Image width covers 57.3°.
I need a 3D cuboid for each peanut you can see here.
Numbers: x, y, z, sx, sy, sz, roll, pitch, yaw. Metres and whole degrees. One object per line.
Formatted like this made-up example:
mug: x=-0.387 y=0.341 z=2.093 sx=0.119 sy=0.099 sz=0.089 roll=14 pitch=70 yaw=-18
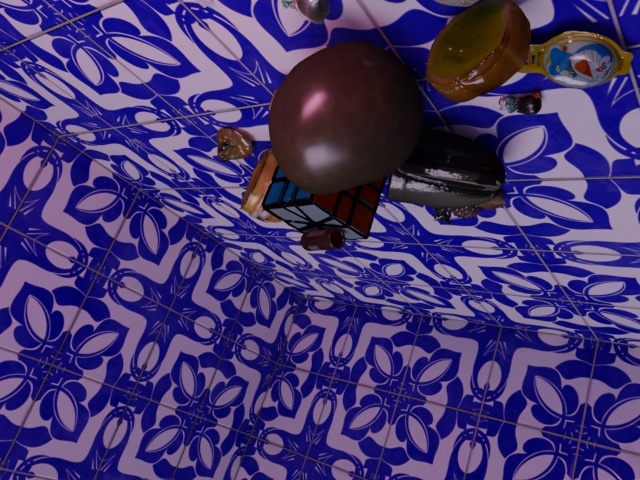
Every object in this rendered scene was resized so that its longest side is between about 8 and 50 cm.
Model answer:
peanut: x=0.532 y=-0.145 z=1.903 sx=0.152 sy=0.076 sz=0.076 roll=24 pitch=161 yaw=-5

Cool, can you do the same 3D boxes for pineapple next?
pineapple: x=0.480 y=-0.109 z=2.033 sx=0.103 sy=0.083 sz=0.221 roll=31 pitch=161 yaw=-27

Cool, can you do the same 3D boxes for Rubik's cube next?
Rubik's cube: x=0.017 y=-0.179 z=2.003 sx=0.289 sy=0.283 sz=0.293 roll=0 pitch=152 yaw=48

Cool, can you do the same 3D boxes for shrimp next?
shrimp: x=-0.345 y=-0.356 z=2.230 sx=0.145 sy=0.061 sz=0.267 roll=37 pitch=160 yaw=-19

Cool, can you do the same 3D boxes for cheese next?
cheese: x=0.516 y=-0.386 z=1.254 sx=0.271 sy=0.069 sz=0.177 roll=12 pitch=160 yaw=23

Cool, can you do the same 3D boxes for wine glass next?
wine glass: x=0.017 y=-0.546 z=1.260 sx=0.122 sy=0.122 sz=0.183 roll=28 pitch=162 yaw=-22

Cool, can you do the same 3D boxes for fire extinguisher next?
fire extinguisher: x=0.000 y=0.000 z=1.999 sx=0.099 sy=0.071 sz=0.231 roll=-4 pitch=179 yaw=-35

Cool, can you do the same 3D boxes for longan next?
longan: x=0.067 y=-0.298 z=1.468 sx=0.336 sy=0.404 sz=0.404 roll=45 pitch=-178 yaw=43

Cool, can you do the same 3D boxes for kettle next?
kettle: x=0.365 y=-0.196 z=1.654 sx=0.324 sy=0.228 sz=0.321 roll=10 pitch=-173 yaw=4

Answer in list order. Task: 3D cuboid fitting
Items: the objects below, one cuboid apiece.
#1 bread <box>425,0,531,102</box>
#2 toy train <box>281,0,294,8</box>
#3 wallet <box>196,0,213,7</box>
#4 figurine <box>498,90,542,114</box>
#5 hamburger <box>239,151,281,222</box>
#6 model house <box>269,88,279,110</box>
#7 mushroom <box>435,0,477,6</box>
bread: x=0.319 y=-0.391 z=1.200 sx=0.070 sy=0.236 sz=0.236 roll=33 pitch=158 yaw=-31
toy train: x=-0.052 y=-0.572 z=1.386 sx=0.092 sy=0.029 sz=0.045 roll=9 pitch=143 yaw=18
wallet: x=-0.319 y=-0.634 z=1.508 sx=0.083 sy=0.011 sz=0.044 roll=34 pitch=157 yaw=-36
figurine: x=0.494 y=-0.341 z=1.448 sx=0.106 sy=0.047 sz=0.059 roll=13 pitch=125 yaw=41
hamburger: x=-0.159 y=-0.183 z=2.213 sx=0.237 sy=0.276 sz=0.276 roll=26 pitch=160 yaw=-14
model house: x=-0.026 y=-0.356 z=1.724 sx=0.194 sy=0.174 sz=0.234 roll=6 pitch=160 yaw=38
mushroom: x=0.184 y=-0.535 z=1.134 sx=0.352 sy=0.109 sz=0.097 roll=17 pitch=-159 yaw=1
